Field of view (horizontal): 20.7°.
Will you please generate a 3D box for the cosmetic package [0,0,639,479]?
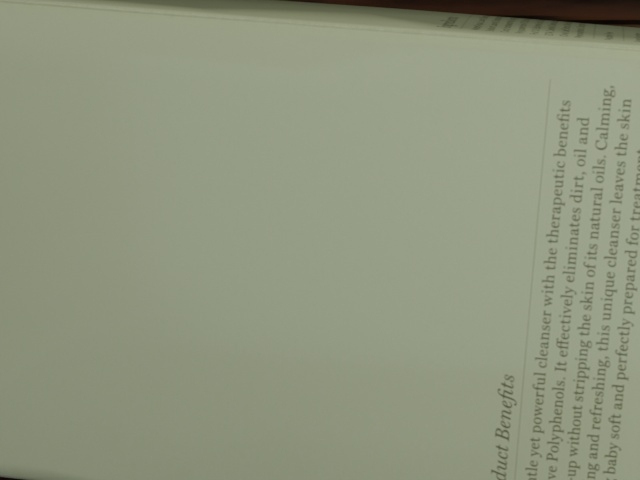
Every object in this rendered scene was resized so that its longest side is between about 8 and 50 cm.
[{"bbox_3d":[0.000,0.000,0.717,0.365,0.155,0.197,7,101,9],"label":"cosmetic package"}]
